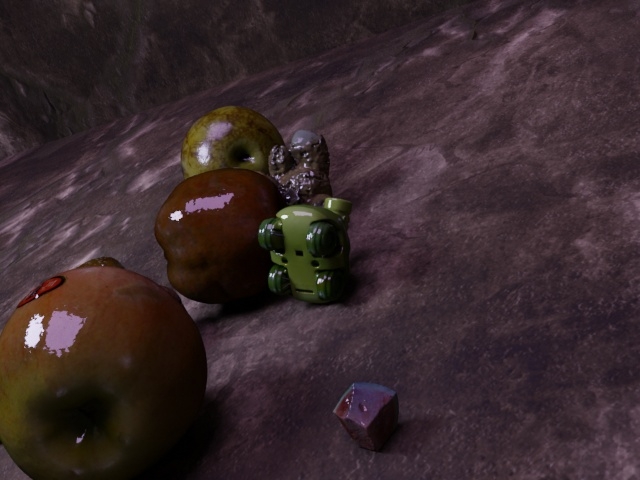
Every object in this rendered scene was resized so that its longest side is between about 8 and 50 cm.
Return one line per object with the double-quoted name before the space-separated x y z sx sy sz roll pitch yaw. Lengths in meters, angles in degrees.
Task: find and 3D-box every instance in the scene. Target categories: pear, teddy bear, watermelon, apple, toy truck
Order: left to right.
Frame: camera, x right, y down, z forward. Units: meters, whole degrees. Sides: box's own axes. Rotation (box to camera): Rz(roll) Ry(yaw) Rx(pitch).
"apple" -0.354 0.218 1.372 0.338 0.338 0.305 -20 24 13
"pear" -0.209 -0.185 2.132 0.284 0.283 0.283 -21 24 10
"teddy bear" -0.094 -0.098 1.944 0.256 0.156 0.267 -7 63 -2
"toy truck" -0.005 0.019 1.643 0.148 0.187 0.210 4 11 26
"watermelon" 0.071 0.243 1.215 0.092 0.084 0.072 -36 33 9

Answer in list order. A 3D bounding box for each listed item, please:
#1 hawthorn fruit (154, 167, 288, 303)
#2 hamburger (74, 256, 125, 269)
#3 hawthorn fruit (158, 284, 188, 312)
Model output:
"hawthorn fruit" -0.167 -0.018 1.746 0.301 0.267 0.268 -14 26 20
"hamburger" -0.520 0.113 2.009 0.189 0.122 0.215 -30 22 -4
"hawthorn fruit" -0.333 0.168 1.720 0.189 0.149 0.149 -46 9 36
